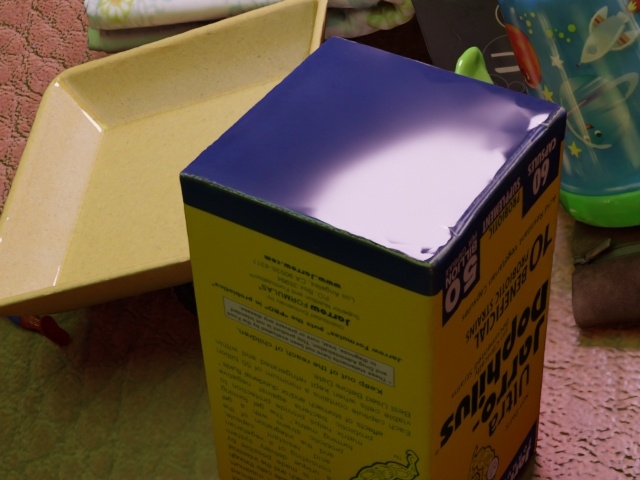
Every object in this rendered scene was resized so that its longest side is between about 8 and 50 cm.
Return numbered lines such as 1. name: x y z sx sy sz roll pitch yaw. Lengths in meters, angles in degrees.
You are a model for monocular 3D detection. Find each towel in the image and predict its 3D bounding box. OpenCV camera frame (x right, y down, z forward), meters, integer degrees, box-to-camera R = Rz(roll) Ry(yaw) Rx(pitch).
1. towel: -0.056 -0.337 1.535 0.374 0.090 0.320 -3 51 18

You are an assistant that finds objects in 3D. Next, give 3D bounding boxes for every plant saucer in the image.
1. plant saucer: -0.142 -0.067 1.353 0.333 0.081 0.332 -13 45 23

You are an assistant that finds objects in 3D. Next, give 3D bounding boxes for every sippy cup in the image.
1. sippy cup: 0.270 -0.167 1.219 0.305 0.224 0.240 -28 23 8

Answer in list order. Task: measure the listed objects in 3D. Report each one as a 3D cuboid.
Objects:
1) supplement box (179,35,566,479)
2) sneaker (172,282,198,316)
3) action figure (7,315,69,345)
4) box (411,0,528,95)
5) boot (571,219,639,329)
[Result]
1. supplement box: 0.045 0.065 1.041 0.195 0.356 0.194 21 47 25
2. sneaker: 0.000 0.000 1.339 0.292 0.110 0.118 -4 42 21
3. action figure: -0.372 0.008 1.478 0.280 0.139 0.091 17 60 37
4. box: 0.193 -0.291 1.448 0.143 0.165 0.270 -4 51 20
5. boot: 0.316 0.054 1.178 0.207 0.090 0.248 -18 47 27
